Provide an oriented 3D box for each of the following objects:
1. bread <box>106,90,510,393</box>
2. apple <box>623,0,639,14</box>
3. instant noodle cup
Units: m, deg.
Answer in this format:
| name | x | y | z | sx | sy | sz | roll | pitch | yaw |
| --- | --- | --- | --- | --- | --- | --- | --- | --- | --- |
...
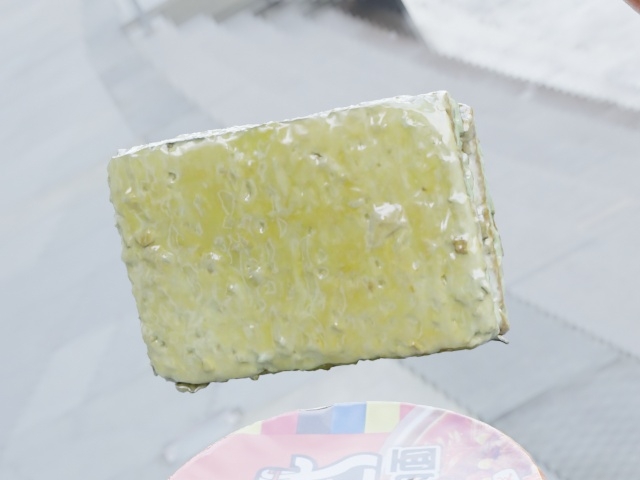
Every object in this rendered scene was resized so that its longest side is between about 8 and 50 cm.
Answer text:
| name | x | y | z | sx | sy | sz | roll | pitch | yaw |
| --- | --- | --- | --- | --- | --- | --- | --- | --- | --- |
| bread | 0.000 | 0.000 | 1.010 | 0.196 | 0.138 | 0.102 | -10 | 9 | 23 |
| apple | 0.224 | -0.196 | 1.191 | 0.139 | 0.163 | 0.163 | -48 | 18 | -12 |
| instant noodle cup | 0.026 | 0.243 | 1.238 | 0.250 | 0.192 | 0.250 | -5 | 26 | 3 |
